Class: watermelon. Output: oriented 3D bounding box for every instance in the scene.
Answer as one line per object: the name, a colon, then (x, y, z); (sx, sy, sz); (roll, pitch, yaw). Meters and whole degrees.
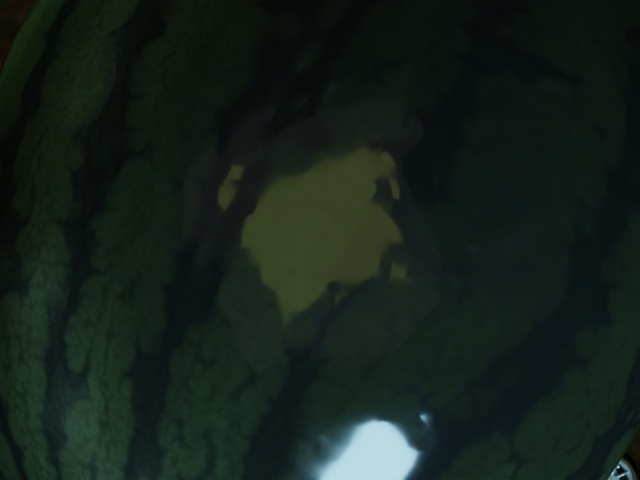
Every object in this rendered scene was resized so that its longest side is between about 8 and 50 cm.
watermelon: (0.000, 0.000, 0.676); (0.279, 0.279, 0.359); (23, 69, 4)

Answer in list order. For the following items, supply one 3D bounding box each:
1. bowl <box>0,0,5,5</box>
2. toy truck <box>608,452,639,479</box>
bowl: (-0.170, -0.201, 0.708); (0.196, 0.435, 0.435); (41, 76, -18)
toy truck: (0.167, 0.127, 0.763); (0.147, 0.065, 0.079); (1, 79, -3)
